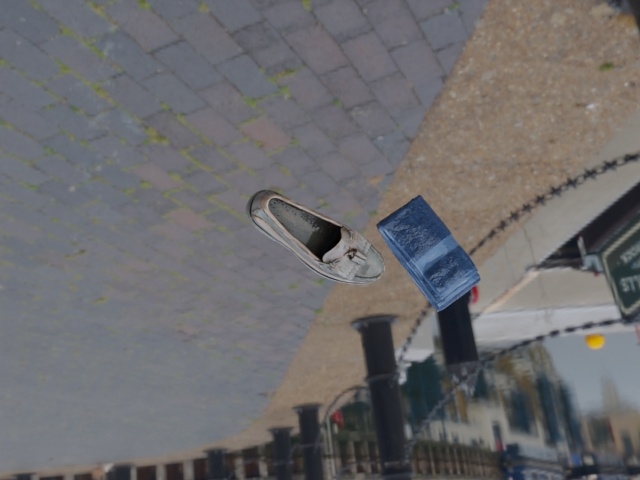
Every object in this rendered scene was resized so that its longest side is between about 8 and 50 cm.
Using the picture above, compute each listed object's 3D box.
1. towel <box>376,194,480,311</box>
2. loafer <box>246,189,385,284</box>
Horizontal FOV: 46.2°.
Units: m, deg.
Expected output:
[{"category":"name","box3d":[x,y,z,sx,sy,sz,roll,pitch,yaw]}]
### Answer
[{"category":"towel","box3d":[0.119,0.012,0.826,0.067,0.119,0.029,-36,175,-5]},{"category":"loafer","box3d":[0.000,0.000,0.590,0.125,0.045,0.039,29,170,-16]}]
